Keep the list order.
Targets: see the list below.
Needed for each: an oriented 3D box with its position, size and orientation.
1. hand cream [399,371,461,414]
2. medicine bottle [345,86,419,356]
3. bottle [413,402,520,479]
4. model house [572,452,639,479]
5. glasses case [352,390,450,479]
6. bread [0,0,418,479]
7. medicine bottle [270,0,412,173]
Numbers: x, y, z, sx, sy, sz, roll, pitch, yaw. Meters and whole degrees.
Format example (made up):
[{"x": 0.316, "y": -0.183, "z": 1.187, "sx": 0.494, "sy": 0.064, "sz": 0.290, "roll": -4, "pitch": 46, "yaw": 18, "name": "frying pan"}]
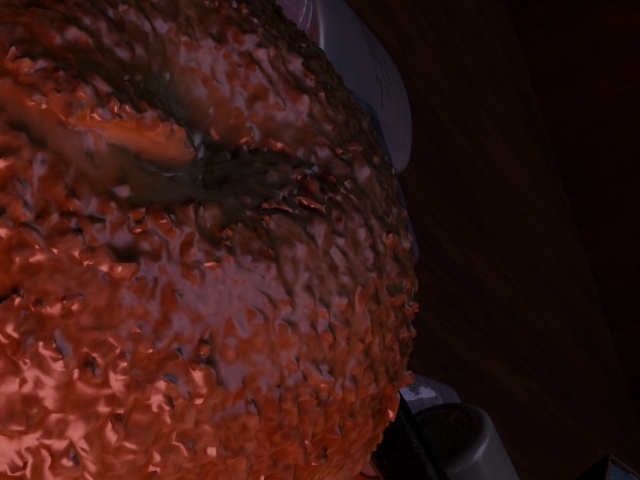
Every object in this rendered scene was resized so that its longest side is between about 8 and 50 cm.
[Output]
[{"x": 0.078, "y": 0.144, "z": 1.219, "sx": 0.142, "sy": 0.053, "sz": 0.084, "roll": 19, "pitch": 51, "yaw": -51, "name": "hand cream"}, {"x": 0.000, "y": 0.000, "z": 0.976, "sx": 0.094, "sy": 0.119, "sz": 0.188, "roll": 22, "pitch": 50, "yaw": -67, "name": "medicine bottle"}, {"x": 0.134, "y": 0.254, "z": 1.149, "sx": 0.104, "sy": 0.104, "sz": 0.245, "roll": -78, "pitch": 145, "yaw": -62, "name": "bottle"}, {"x": 0.297, "y": 0.345, "z": 1.458, "sx": 0.271, "sy": 0.178, "sz": 0.206, "roll": 3, "pitch": 50, "yaw": -49, "name": "model house"}, {"x": 0.003, "y": 0.099, "z": 0.814, "sx": 0.321, "sy": 0.082, "sz": 0.122, "roll": 58, "pitch": -8, "yaw": 22, "name": "glasses case"}, {"x": -0.082, "y": -0.010, "z": 0.539, "sx": 0.305, "sy": 0.159, "sz": 0.305, "roll": 29, "pitch": 45, "yaw": -34, "name": "bread"}, {"x": -0.022, "y": -0.143, "z": 1.100, "sx": 0.296, "sy": 0.111, "sz": 0.161, "roll": 35, "pitch": 37, "yaw": -67, "name": "medicine bottle"}]
